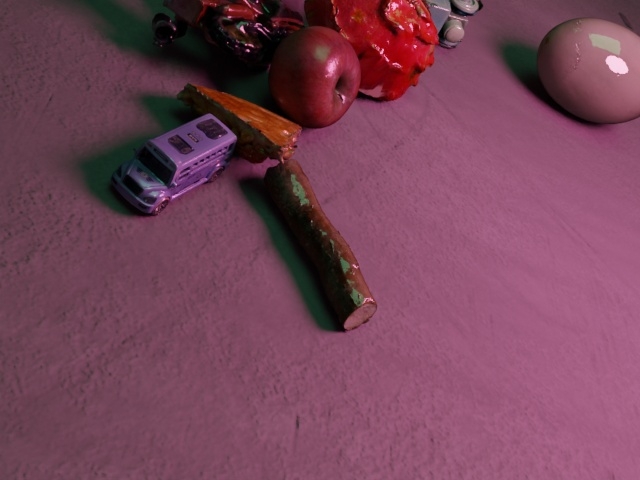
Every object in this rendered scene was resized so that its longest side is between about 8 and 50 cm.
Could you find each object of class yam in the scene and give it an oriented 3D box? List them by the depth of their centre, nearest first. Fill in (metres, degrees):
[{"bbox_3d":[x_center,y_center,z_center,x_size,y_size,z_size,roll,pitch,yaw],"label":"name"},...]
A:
[{"bbox_3d":[0.000,0.000,1.060,0.061,0.061,0.253,-7,57,-38],"label":"yam"}]

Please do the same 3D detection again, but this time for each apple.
[{"bbox_3d":[-0.012,-0.252,1.226,0.120,0.153,0.153,25,35,27],"label":"apple"}]

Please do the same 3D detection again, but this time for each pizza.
[{"bbox_3d":[-0.102,-0.151,1.114,0.201,0.053,0.193,19,20,-25],"label":"pizza"}]

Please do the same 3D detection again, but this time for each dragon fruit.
[{"bbox_3d":[0.107,-0.337,1.374,0.262,0.163,0.189,27,71,-36],"label":"dragon fruit"}]

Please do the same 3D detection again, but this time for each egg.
[{"bbox_3d":[0.587,-0.356,1.686,0.283,0.203,0.203,25,41,-18],"label":"egg"}]

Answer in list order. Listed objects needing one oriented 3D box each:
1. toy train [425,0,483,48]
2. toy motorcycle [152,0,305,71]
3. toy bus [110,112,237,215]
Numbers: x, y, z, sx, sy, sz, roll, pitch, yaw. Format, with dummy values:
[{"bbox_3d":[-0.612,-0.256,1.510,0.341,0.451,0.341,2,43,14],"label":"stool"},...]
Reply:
[{"bbox_3d":[0.230,-0.493,1.651,0.163,0.112,0.203,10,46,-19],"label":"toy train"},{"bbox_3d":[-0.155,-0.347,1.209,0.207,0.134,0.401,40,27,6],"label":"toy motorcycle"},{"bbox_3d":[-0.184,-0.102,1.018,0.073,0.076,0.167,42,41,8],"label":"toy bus"}]
